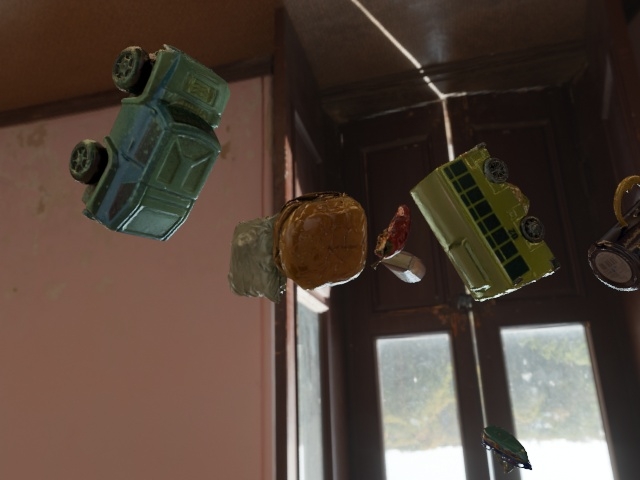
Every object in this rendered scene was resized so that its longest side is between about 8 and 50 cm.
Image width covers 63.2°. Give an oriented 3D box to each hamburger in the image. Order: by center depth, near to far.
[{"bbox_3d":[0.000,0.000,1.558,0.318,0.319,0.158,9,-172,-32],"label":"hamburger"}]

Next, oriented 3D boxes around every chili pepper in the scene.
[{"bbox_3d":[0.144,-0.014,0.997,0.050,0.268,0.059,30,120,6],"label":"chili pepper"}]

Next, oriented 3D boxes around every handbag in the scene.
[{"bbox_3d":[0.293,0.084,1.804,0.117,0.095,0.173,19,171,34],"label":"handbag"}]

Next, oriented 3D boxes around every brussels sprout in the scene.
[{"bbox_3d":[0.487,-0.082,1.411,0.155,0.155,0.117,11,156,-36],"label":"brussels sprout"}]

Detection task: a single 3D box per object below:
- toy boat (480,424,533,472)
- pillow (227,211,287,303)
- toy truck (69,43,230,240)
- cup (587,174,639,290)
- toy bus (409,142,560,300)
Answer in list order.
[{"bbox_3d":[0.554,0.636,1.538,0.091,0.110,0.175,-9,-163,-28],"label":"toy boat"},{"bbox_3d":[-0.205,0.061,1.719,0.138,0.284,0.309,8,172,-38],"label":"pillow"},{"bbox_3d":[-0.247,-0.144,0.786,0.156,0.279,0.155,33,-172,31],"label":"toy truck"},{"bbox_3d":[0.859,-0.026,1.444,0.256,0.255,0.178,-34,170,-19],"label":"cup"},{"bbox_3d":[0.194,-0.016,0.629,0.101,0.175,0.088,-27,173,-23],"label":"toy bus"}]
